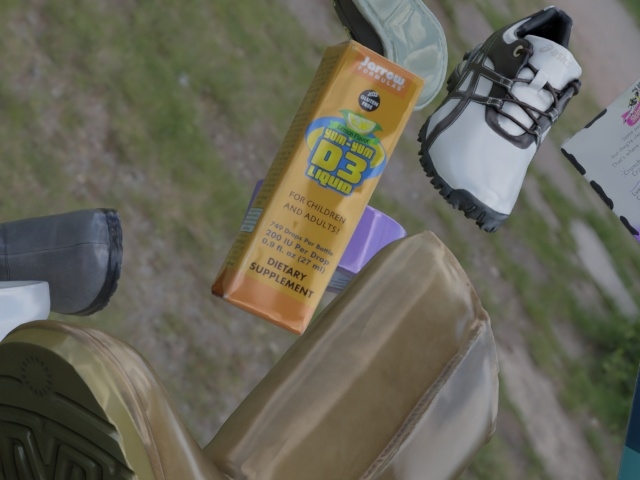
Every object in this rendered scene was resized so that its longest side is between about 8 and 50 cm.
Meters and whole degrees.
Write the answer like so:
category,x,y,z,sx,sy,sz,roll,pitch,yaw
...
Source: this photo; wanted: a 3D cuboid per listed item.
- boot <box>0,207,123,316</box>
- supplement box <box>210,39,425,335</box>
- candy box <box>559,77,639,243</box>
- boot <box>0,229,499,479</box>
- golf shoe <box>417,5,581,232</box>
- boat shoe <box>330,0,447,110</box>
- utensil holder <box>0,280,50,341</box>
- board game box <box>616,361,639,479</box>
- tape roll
category,x,y,z,sx,sy,sz,roll,pitch,yaw
boot,-0.379,0.025,1.730,0.223,0.338,0.118,8,75,-36
supplement box,-0.003,-0.044,1.268,0.078,0.233,0.080,26,-5,-11
candy box,0.336,-0.060,1.365,0.196,0.165,0.070,53,15,19
boot,-0.020,0.072,0.662,0.269,0.089,0.236,-43,138,-44
golf shoe,0.123,-0.090,1.028,0.077,0.094,0.198,35,39,-16
boat shoe,0.065,-0.218,1.565,0.069,0.081,0.227,35,-15,35
utensil holder,-0.403,0.238,1.432,0.328,0.328,0.385,-7,94,-65
board game box,0.241,0.078,0.612,0.079,0.253,0.336,7,8,-18
tape roll,0.000,0.000,1.825,0.189,0.189,0.080,32,73,-44
